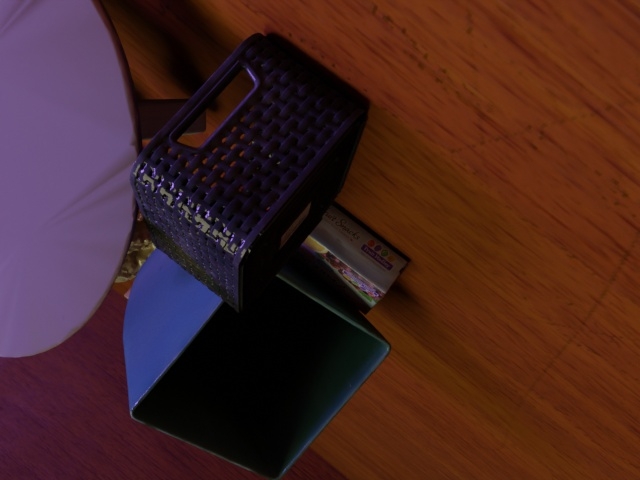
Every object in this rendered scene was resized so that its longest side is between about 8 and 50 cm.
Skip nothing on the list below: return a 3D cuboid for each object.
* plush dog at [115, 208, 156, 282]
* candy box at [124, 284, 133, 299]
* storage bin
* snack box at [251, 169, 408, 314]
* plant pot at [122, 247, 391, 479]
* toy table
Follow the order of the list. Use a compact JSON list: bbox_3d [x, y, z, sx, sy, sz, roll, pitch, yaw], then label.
[{"bbox_3d":[-0.291,-0.052,0.978,0.262,0.210,0.225,33,137,15],"label":"plush dog"},{"bbox_3d":[-0.230,0.076,1.279,0.053,0.109,0.187,47,163,-24],"label":"candy box"},{"bbox_3d":[-0.047,-0.035,0.541,0.084,0.122,0.180,37,164,6],"label":"storage bin"},{"bbox_3d":[0.000,0.000,0.691,0.141,0.037,0.100,38,166,5],"label":"snack box"},{"bbox_3d":[-0.082,0.067,0.774,0.166,0.165,0.234,35,-170,-31],"label":"plant pot"},{"bbox_3d":[-0.212,-0.076,0.577,0.252,0.274,0.161,9,-167,-8],"label":"toy table"}]
